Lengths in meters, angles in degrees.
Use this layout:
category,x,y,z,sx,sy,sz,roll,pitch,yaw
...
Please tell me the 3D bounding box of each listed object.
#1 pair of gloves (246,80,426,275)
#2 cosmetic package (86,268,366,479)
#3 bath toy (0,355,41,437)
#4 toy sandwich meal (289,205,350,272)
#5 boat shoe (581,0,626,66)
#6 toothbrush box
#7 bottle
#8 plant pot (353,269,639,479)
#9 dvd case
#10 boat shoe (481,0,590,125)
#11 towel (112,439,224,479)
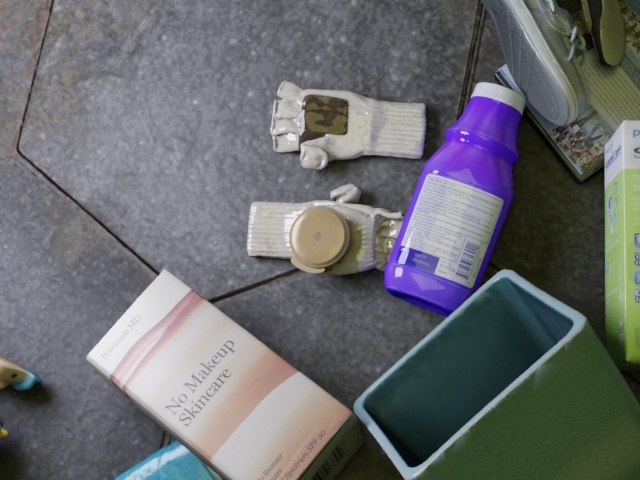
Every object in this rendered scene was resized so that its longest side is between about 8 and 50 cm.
category,x,y,z,sx,sy,sz,roll,pitch,yaw
pair of gloves,0.020,-0.076,1.679,0.204,0.042,0.240,11,82,9
cosmetic package,-0.110,0.187,1.570,0.296,0.129,0.153,34,76,21
bath toy,-0.485,0.292,1.639,0.129,0.151,0.348,34,82,-31
toy sandwich meal,0.000,0.000,1.639,0.085,0.029,0.085,-3,80,14
boat shoe,0.345,-0.278,1.651,0.043,0.049,0.137,-16,77,48
toothbrush box,0.444,0.011,1.555,0.206,0.122,0.283,1,81,1
bottle,0.172,-0.052,1.626,0.118,0.092,0.283,20,82,4
plant pot,0.230,0.224,1.487,0.247,0.248,0.252,-42,107,-2
dvd case,0.371,-0.212,1.668,0.253,0.022,0.180,-36,78,0
boat shoe,0.266,-0.283,1.631,0.103,0.118,0.320,-17,57,-3
towel,-0.234,0.439,1.616,0.370,0.040,0.271,-34,76,2
